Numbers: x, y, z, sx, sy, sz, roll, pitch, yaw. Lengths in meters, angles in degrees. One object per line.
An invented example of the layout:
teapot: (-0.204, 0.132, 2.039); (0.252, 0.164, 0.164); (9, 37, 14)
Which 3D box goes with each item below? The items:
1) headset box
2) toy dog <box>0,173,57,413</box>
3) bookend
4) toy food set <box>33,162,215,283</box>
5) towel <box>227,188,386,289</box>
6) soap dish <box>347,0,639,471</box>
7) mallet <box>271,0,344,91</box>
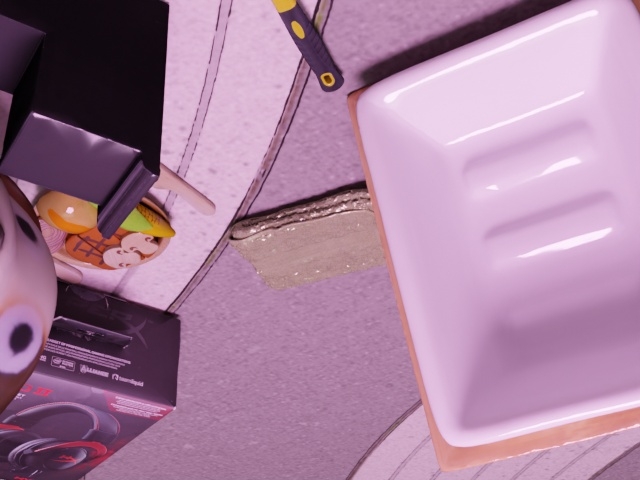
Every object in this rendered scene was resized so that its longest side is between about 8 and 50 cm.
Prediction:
headset box: (-0.297, 0.145, 0.900); (0.218, 0.110, 0.293); (23, 136, -32)
toy dog: (-0.366, 0.015, 0.507); (0.408, 0.284, 0.395); (14, 132, -16)
bookend: (-0.179, -0.102, 0.530); (0.156, 0.157, 0.072); (19, 138, -30)
toy food set: (-0.197, -0.005, 0.764); (0.192, 0.038, 0.132); (-26, 139, 27)
towel: (0.000, 0.000, 0.803); (0.148, 0.027, 0.110); (-17, 143, 14)
soap dish: (0.161, -0.008, 0.610); (0.229, 0.290, 0.118); (-20, 160, 19)
mallet: (-0.017, -0.164, 0.573); (0.062, 0.039, 0.190); (-23, 145, 20)
